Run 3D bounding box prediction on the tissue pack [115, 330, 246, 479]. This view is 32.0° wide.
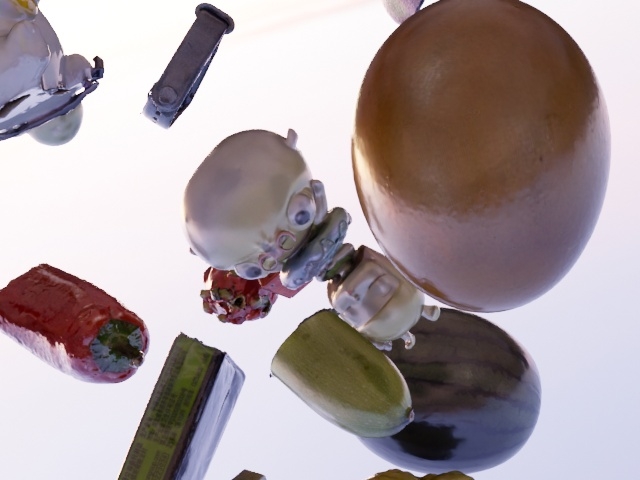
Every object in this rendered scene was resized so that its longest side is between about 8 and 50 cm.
[{"bbox_3d":[-0.276,0.390,2.082,0.124,0.394,0.288,19,166,8],"label":"tissue pack"}]

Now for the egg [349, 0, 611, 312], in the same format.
[{"bbox_3d":[0.174,-0.096,1.218,0.282,0.351,0.282,-6,166,-1],"label":"egg"}]

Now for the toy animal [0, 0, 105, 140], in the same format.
[{"bbox_3d":[-0.391,-0.268,1.232,0.183,0.310,0.247,-34,180,-45],"label":"toy animal"}]

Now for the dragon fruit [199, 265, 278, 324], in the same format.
[{"bbox_3d":[-0.169,0.094,2.236,0.160,0.166,0.172,-53,-165,0],"label":"dragon fruit"}]

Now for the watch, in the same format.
[{"bbox_3d":[-0.208,-0.272,1.749,0.068,0.206,0.193,30,-176,-8],"label":"watch"}]

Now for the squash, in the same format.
[{"bbox_3d":[0.040,0.179,1.400,0.186,0.123,0.123,36,-136,28],"label":"squash"}]

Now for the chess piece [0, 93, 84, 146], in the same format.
[{"bbox_3d":[-0.514,-0.228,1.827,0.251,0.144,0.144,17,-169,-17],"label":"chess piece"}]

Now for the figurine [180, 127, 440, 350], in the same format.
[{"bbox_3d":[0.000,0.000,1.554,0.226,0.394,0.274,-49,-172,24],"label":"figurine"}]

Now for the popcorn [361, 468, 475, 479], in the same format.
[{"bbox_3d":[0.134,0.440,1.694,0.266,0.233,0.192,-34,-164,10],"label":"popcorn"}]

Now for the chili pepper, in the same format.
[{"bbox_3d":[-0.320,0.142,1.608,0.338,0.131,0.134,17,-139,37],"label":"chili pepper"}]

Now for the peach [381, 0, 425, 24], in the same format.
[{"bbox_3d":[0.138,-0.472,1.728,0.068,0.279,0.189,6,-164,-17],"label":"peach"}]

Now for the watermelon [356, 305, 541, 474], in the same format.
[{"bbox_3d":[0.186,0.247,1.852,0.359,0.279,0.279,5,-162,-1],"label":"watermelon"}]

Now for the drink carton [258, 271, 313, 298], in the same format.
[{"bbox_3d":[-0.103,0.002,2.188,0.071,0.096,0.223,-41,-126,19],"label":"drink carton"}]

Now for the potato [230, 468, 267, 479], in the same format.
[{"bbox_3d":[-0.126,0.502,2.139,0.086,0.122,0.061,5,-148,43],"label":"potato"}]
